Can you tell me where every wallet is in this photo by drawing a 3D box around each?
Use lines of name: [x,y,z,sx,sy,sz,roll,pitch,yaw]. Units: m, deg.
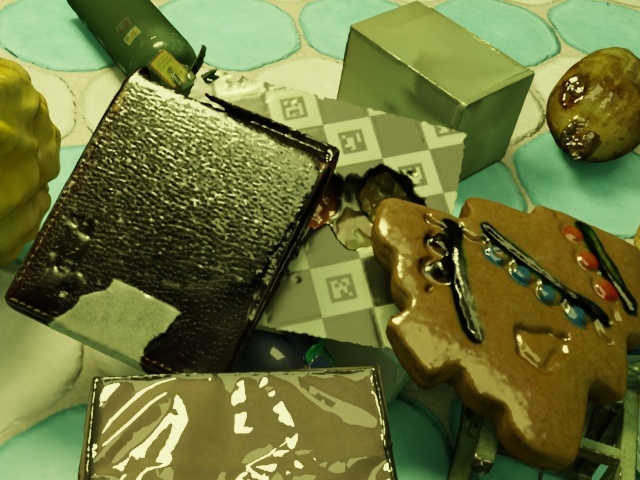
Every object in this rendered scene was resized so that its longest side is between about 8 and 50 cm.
wallet: [-0.131,-0.015,0.792,0.220,0.071,0.262,25,74,6]

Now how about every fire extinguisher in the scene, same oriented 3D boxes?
fire extinguisher: [-0.244,-0.281,1.200,0.311,0.114,0.095,51,10,32]

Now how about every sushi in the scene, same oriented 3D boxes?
sushi: [-0.018,-0.024,0.863,0.289,0.050,0.264,12,66,1]

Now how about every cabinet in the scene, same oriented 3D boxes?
cabinet: [0.147,-0.198,1.177,0.150,0.145,0.206,-28,56,-34]

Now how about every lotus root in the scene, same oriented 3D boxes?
lotus root: [0.398,-0.187,1.237,0.145,0.128,0.260,35,48,9]

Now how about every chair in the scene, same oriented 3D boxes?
chair: [0.211,0.158,0.828,0.147,0.136,0.270,18,43,5]

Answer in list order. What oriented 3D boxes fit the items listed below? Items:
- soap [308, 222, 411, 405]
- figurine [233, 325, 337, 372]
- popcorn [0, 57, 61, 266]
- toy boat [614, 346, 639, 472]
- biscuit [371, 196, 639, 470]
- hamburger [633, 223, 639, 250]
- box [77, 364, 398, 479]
soap: [0.000,0.000,0.959,0.347,0.115,0.208,34,47,22]
figurine: [-0.070,0.114,0.846,0.194,0.112,0.102,19,34,17]
popcorn: [-0.417,-0.059,0.802,0.348,0.349,0.382,6,69,-7]
toy boat: [0.350,0.198,0.876,0.220,0.067,0.291,3,47,-12]
biscuit: [0.187,0.045,0.785,0.301,0.043,0.278,-22,62,-33]
hamburger: [0.451,0.001,1.055,0.130,0.124,0.262,30,45,18]
box: [-0.063,0.216,0.695,0.252,0.153,0.188,1,44,-10]
